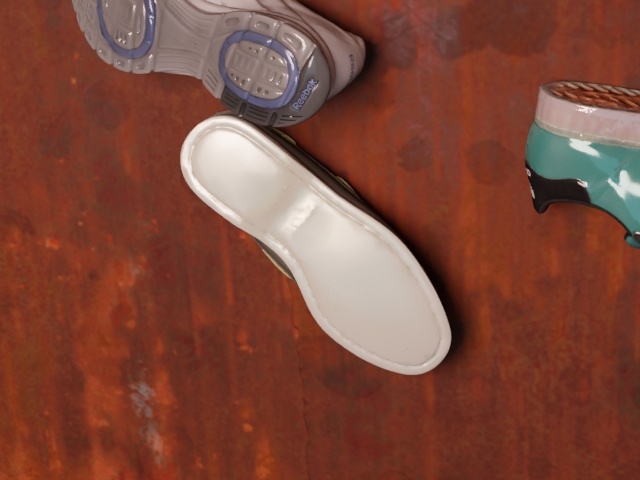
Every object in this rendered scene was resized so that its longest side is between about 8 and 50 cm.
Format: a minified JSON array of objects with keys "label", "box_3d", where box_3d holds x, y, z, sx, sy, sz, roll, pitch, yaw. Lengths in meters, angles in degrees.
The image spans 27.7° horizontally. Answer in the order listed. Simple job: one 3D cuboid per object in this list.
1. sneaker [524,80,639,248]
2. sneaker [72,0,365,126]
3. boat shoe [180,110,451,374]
[{"label":"sneaker","box_3d":[0.320,-0.046,1.083,0.302,0.108,0.121,15,115,17]},{"label":"sneaker","box_3d":[-0.095,-0.187,1.130,0.297,0.129,0.111,31,119,21]},{"label":"boat shoe","box_3d":[0.003,-0.003,1.185,0.305,0.091,0.109,44,103,-6]}]
